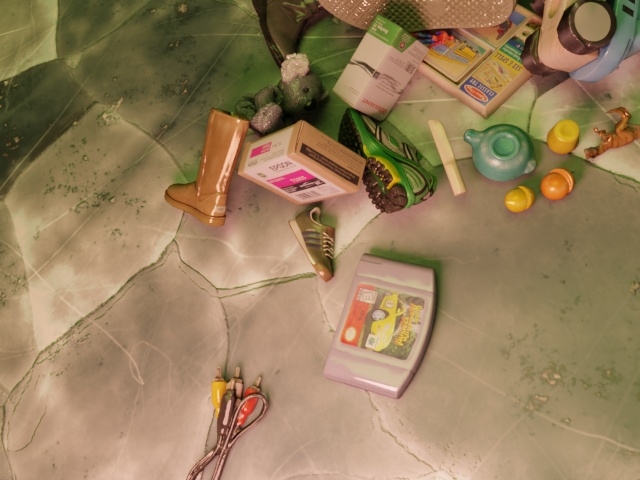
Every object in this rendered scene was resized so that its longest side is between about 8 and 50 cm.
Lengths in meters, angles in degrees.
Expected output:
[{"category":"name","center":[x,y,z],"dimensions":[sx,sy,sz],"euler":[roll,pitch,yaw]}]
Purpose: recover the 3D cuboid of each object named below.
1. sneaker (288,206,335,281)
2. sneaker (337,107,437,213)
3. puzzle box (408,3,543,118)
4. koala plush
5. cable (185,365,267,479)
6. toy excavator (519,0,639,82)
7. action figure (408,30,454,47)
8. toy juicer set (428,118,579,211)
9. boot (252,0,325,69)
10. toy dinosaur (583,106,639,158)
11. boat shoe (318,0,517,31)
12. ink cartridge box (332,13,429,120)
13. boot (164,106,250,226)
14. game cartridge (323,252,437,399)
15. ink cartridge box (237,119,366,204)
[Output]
[{"category":"sneaker","center":[0.000,0.000,1.552],"dimensions":[0.086,0.064,0.192],"euler":[-36,57,8]},{"category":"sneaker","center":[0.146,-0.193,1.573],"dimensions":[0.146,0.134,0.343],"euler":[-11,49,-26]},{"category":"puzzle box","center":[0.356,-0.509,1.660],"dimensions":[0.272,0.052,0.409],"euler":[-45,61,-2]},{"category":"koala plush","center":[-0.084,-0.349,1.674],"dimensions":[0.221,0.196,0.203],"euler":[-48,51,-1]},{"category":"cable","center":[-0.199,0.426,1.458],"dimensions":[0.140,0.072,0.287],"euler":[13,84,7]},{"category":"toy excavator","center":[0.712,-0.541,1.465],"dimensions":[0.445,0.222,0.432],"euler":[11,85,-9]},{"category":"action figure","center":[0.273,-0.495,1.637],"dimensions":[0.115,0.030,0.038],"euler":[7,74,29]},{"category":"toy juicer set","center":[0.403,-0.162,1.476],"dimensions":[0.329,0.089,0.209],"euler":[2,81,12]},{"category":"boot","center":[-0.054,-0.611,1.823],"dimensions":[0.223,0.118,0.338],"euler":[-21,66,4]},{"category":"toy dinosaur","center":[0.662,-0.234,1.435],"dimensions":[0.212,0.064,0.112],"euler":[-17,94,7]},{"category":"boat shoe","center":[0.229,-0.620,1.627],"dimensions":[0.501,0.186,0.156],"euler":[7,56,18]},{"category":"ink cartridge box","center":[0.144,-0.409,1.598],"dimensions":[0.087,0.153,0.208],"euler":[41,107,30]},{"category":"boot","center":[-0.280,-0.196,1.648],"dimensions":[0.236,0.089,0.269],"euler":[26,109,36]},{"category":"game cartridge","center":[0.141,0.179,1.432],"dimensions":[0.196,0.060,0.294],"euler":[13,72,20]},{"category":"ink cartridge box","center":[-0.046,-0.169,1.522],"dimensions":[0.235,0.193,0.088],"euler":[-9,61,52]}]
